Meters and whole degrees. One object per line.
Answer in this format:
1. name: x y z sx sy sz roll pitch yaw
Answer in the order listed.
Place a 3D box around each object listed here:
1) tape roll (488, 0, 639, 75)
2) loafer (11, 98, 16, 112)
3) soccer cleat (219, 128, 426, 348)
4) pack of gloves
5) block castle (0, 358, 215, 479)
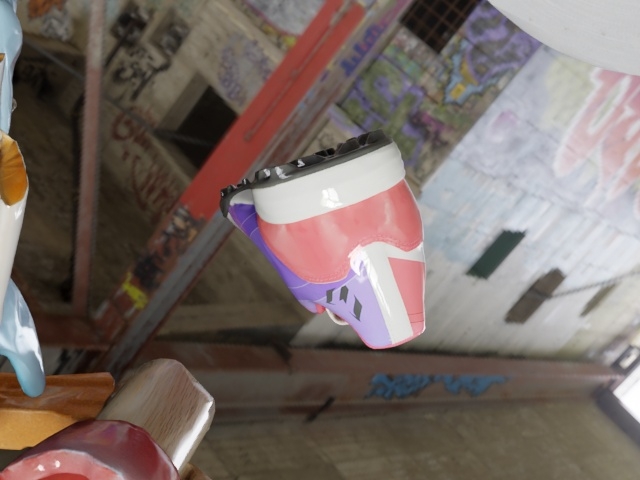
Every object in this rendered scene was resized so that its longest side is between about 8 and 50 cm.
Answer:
1. tape roll: 0.139 -0.176 0.387 0.219 0.219 0.072 40 -122 3
2. loafer: -0.331 -0.114 0.920 0.050 0.056 0.148 34 -165 -18
3. soccer cleat: 0.000 0.000 0.662 0.318 0.108 0.117 -173 63 -81
4. pack of gloves: -0.147 -0.007 0.456 0.046 0.232 0.195 3 -133 -24
5. block castle: -0.196 0.294 0.508 0.302 0.454 0.213 1 -166 8
